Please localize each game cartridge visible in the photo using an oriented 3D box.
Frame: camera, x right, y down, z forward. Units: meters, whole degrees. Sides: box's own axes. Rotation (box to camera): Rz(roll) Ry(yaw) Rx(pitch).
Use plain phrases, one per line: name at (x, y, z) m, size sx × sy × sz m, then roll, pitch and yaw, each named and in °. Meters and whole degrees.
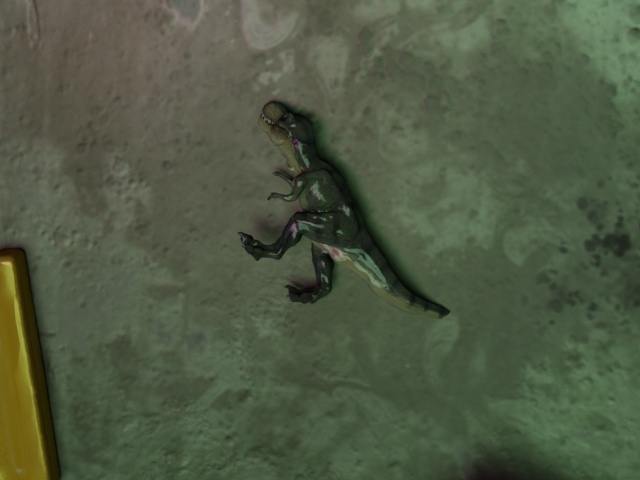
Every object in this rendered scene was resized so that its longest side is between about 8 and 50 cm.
game cartridge at (-0.441, 0.158, 1.597) m, size 0.324 × 0.052 × 0.285 m, roll -4°, pitch 104°, yaw 10°

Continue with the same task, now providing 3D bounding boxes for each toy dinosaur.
toy dinosaur at (0.000, 0.000, 1.488) m, size 0.118 × 0.064 × 0.268 m, roll -35°, pitch 101°, yaw 9°
